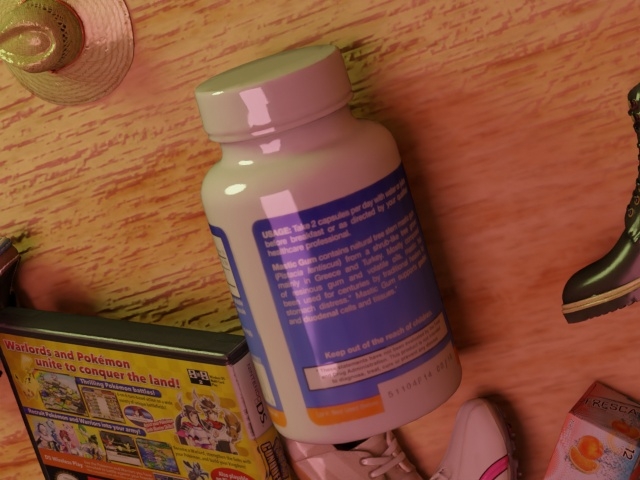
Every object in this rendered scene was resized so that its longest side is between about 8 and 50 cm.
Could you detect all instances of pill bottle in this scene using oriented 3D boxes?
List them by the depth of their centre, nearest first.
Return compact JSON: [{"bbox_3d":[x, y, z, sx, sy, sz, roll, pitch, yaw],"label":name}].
[{"bbox_3d":[0.000,0.000,1.366,0.152,0.152,0.272,-7,107,32],"label":"pill bottle"}]

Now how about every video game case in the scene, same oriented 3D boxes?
[{"bbox_3d":[-0.138,0.179,1.537,0.275,0.035,0.248,5,122,38],"label":"video game case"}]

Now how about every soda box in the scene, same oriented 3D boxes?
[{"bbox_3d":[0.199,0.201,1.396,0.063,0.058,0.183,27,123,18],"label":"soda box"}]

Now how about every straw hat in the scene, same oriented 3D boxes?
[{"bbox_3d":[-0.227,-0.164,1.481,0.144,0.061,0.144,12,117,25],"label":"straw hat"}]

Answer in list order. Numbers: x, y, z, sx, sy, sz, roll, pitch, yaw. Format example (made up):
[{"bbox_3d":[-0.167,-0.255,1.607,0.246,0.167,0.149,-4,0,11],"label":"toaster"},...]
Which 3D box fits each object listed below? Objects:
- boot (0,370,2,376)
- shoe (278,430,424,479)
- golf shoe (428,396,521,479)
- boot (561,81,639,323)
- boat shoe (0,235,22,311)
[{"bbox_3d":[-0.309,0.085,1.568,0.099,0.045,0.121,51,142,-3],"label":"boot"},{"bbox_3d":[0.011,0.160,1.477,0.219,0.076,0.058,38,130,13],"label":"shoe"},{"bbox_3d":[0.102,0.212,1.417,0.067,0.086,0.186,-159,75,-66],"label":"golf shoe"},{"bbox_3d":[0.226,-0.041,1.273,0.198,0.077,0.137,-33,88,23],"label":"boot"},{"bbox_3d":[-0.292,0.069,1.626,0.066,0.066,0.183,38,135,5],"label":"boat shoe"}]
